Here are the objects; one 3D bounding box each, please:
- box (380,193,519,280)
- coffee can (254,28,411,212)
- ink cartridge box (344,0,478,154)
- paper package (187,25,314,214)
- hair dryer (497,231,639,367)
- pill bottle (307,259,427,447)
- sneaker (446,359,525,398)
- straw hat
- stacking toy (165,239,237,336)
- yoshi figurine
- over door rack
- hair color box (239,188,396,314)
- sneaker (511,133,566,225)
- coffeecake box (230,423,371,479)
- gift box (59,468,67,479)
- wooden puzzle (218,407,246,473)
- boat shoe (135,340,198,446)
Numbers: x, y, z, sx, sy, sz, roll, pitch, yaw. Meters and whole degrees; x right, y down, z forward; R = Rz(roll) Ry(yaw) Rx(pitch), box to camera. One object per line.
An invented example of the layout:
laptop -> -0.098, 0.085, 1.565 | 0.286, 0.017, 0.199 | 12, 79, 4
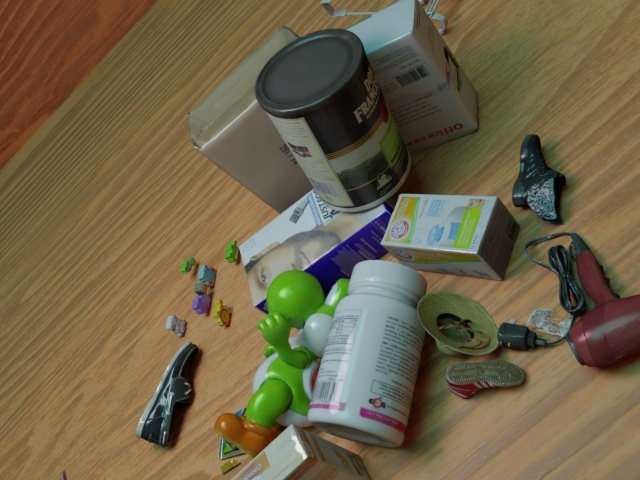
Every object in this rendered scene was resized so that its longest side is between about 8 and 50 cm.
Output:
box -> 0.227, -0.009, 1.148 | 0.203, 0.103, 0.114 | 6, 66, 44
coffee can -> 0.030, -0.213, 1.185 | 0.201, 0.275, 0.201 | -15, 49, 18
ink cartridge box -> 0.165, -0.313, 1.291 | 0.201, 0.278, 0.117 | -17, 49, 33
paper package -> -0.066, -0.244, 1.408 | 0.309, 0.325, 0.168 | -40, 42, 13
hair dryer -> 0.407, 0.077, 0.946 | 0.293, 0.080, 0.223 | 8, 67, 44
pill bottle -> 0.088, 0.187, 1.088 | 0.160, 0.160, 0.283 | -5, 59, 39
sneaker -> 0.256, 0.220, 1.014 | 0.118, 0.067, 0.042 | 0, 55, 7
straw hat -> 0.217, 0.155, 1.066 | 0.144, 0.144, 0.061 | -116, 31, -46
stacking toy -> -0.275, 0.117, 1.548 | 0.167, 0.052, 0.221 | -17, 49, 30
yoshi figurine -> -0.074, 0.205, 1.201 | 0.203, 0.203, 0.362 | 17, 71, 53
over door rack -> 0.201, -0.627, 1.590 | 0.324, 0.108, 0.239 | 18, 74, 25
hair color box -> 0.000, 0.000, 1.342 | 0.339, 0.110, 0.185 | -38, 44, 17
sneaker -> 0.388, -0.109, 1.121 | 0.089, 0.051, 0.170 | 2, 68, 42
coffeecake box -> -0.028, 0.387, 1.028 | 0.142, 0.185, 0.068 | -44, 42, 8
gift box -> -0.605, 0.615, 1.318 | 0.255, 0.258, 0.276 | 3, 72, 43
wooden puzzle -> -0.173, 0.395, 1.281 | 0.078, 0.014, 0.116 | -29, 46, 23
boat shoe -> -0.319, 0.335, 1.423 | 0.079, 0.084, 0.233 | 18, 62, 7
